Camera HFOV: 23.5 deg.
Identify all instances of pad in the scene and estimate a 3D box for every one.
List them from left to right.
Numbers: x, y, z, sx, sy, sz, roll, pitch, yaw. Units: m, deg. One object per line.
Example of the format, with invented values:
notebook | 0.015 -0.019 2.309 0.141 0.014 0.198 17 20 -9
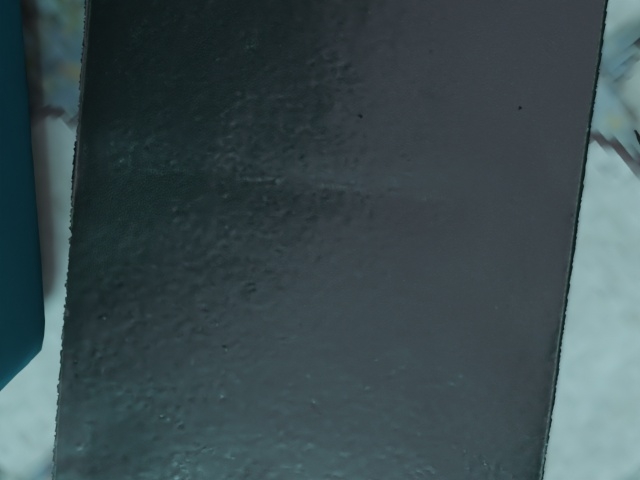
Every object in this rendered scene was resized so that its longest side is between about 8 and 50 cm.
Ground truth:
pad | 0.000 0.000 0.345 0.116 0.004 0.193 6 101 3

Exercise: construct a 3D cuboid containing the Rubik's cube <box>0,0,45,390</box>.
Rubik's cube | -0.219 -0.078 0.202 0.291 0.290 0.292 -2 100 4
